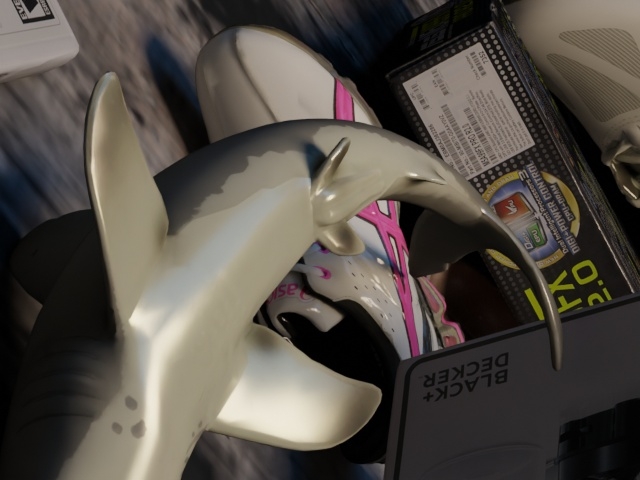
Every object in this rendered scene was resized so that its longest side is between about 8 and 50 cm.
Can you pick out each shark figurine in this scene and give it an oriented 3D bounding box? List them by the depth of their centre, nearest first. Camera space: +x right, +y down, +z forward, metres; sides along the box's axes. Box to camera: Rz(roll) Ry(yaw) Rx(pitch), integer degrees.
[{"bbox_3d":[-0.034,0.004,0.623,0.278,0.116,0.166,-33,116,-46],"label":"shark figurine"}]

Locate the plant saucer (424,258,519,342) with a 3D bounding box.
[{"bbox_3d":[0.081,0.088,0.914,0.168,0.029,0.168,48,27,-34],"label":"plant saucer"}]

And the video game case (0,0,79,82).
[{"bbox_3d":[-0.169,-0.140,0.601,0.212,0.023,0.193,64,21,-2],"label":"video game case"}]

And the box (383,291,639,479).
[{"bbox_3d":[0.101,0.155,0.639,0.087,0.169,0.290,50,33,-35],"label":"box"}]

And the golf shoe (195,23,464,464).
[{"bbox_3d":[0.000,0.000,0.772,0.186,0.067,0.086,63,23,-3],"label":"golf shoe"}]

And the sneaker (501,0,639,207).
[{"bbox_3d":[0.285,-0.009,1.303,0.447,0.169,0.257,25,70,-24],"label":"sneaker"}]

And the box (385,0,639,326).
[{"bbox_3d":[0.126,0.003,1.019,0.270,0.060,0.216,61,10,-9],"label":"box"}]
